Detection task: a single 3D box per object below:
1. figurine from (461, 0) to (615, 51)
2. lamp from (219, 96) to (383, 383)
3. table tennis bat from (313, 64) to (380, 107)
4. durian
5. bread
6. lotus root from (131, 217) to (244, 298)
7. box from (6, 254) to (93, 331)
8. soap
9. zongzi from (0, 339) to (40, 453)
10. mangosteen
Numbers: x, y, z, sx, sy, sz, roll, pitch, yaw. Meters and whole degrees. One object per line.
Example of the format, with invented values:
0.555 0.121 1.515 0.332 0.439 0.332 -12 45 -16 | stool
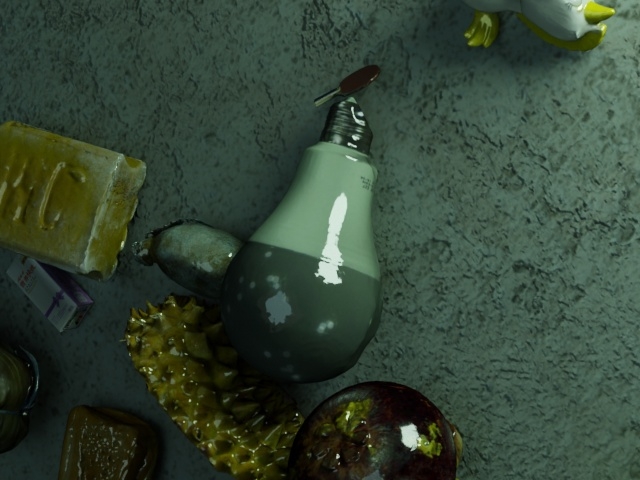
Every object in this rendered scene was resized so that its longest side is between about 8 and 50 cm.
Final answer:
0.225 -0.261 1.669 0.178 0.109 0.130 10 126 28 | figurine
0.005 0.012 1.796 0.182 0.182 0.314 13 68 28 | lamp
0.030 -0.174 1.799 0.083 0.050 0.007 -27 116 12 | table tennis bat
-0.100 0.174 1.838 0.112 0.191 0.341 -41 73 11 | durian
-0.285 0.344 2.012 0.139 0.077 0.271 16 101 32 | bread
-0.147 0.019 1.898 0.165 0.088 0.088 18 103 28 | lotus root
-0.347 0.059 2.046 0.117 0.036 0.050 46 114 20 | box
-0.357 -0.059 2.002 0.257 0.080 0.160 16 87 26 | soap
-0.550 0.073 2.091 0.403 0.208 0.432 -2 81 25 | zongzi
0.072 0.261 1.750 0.192 0.217 0.192 -22 47 25 | mangosteen
